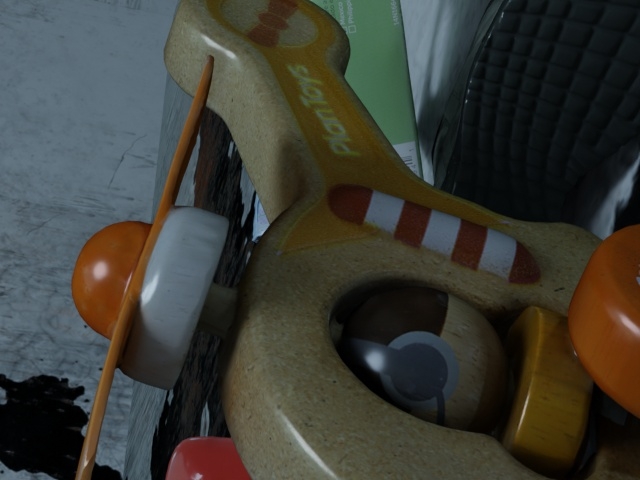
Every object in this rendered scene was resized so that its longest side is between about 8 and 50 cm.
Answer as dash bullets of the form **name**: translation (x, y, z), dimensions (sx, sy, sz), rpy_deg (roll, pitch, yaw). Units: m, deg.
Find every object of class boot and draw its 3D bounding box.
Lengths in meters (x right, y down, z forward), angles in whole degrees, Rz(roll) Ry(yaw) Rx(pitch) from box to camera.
- **boot**: translation (0.098, -0.085, 0.695), dimensions (0.161, 0.083, 0.246), rpy_deg (-85, 13, -50)

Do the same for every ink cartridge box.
- **ink cartridge box**: translation (0.027, -0.105, 0.878), dimensions (0.235, 0.056, 0.171), rpy_deg (-94, -6, -69)

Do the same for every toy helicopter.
- **toy helicopter**: translation (0.000, 0.000, 0.547), dimensions (0.355, 0.235, 0.140), rpy_deg (-118, 37, -46)

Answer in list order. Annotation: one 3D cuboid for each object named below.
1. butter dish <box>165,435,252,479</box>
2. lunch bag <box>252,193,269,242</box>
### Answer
- **butter dish**: translation (-0.016, 0.209, 0.878), dimensions (0.118, 0.160, 0.160), rpy_deg (59, -144, -72)
- **lunch bag**: translation (-0.011, -0.022, 1.129), dimensions (0.053, 0.083, 0.071), rpy_deg (117, 159, -54)
